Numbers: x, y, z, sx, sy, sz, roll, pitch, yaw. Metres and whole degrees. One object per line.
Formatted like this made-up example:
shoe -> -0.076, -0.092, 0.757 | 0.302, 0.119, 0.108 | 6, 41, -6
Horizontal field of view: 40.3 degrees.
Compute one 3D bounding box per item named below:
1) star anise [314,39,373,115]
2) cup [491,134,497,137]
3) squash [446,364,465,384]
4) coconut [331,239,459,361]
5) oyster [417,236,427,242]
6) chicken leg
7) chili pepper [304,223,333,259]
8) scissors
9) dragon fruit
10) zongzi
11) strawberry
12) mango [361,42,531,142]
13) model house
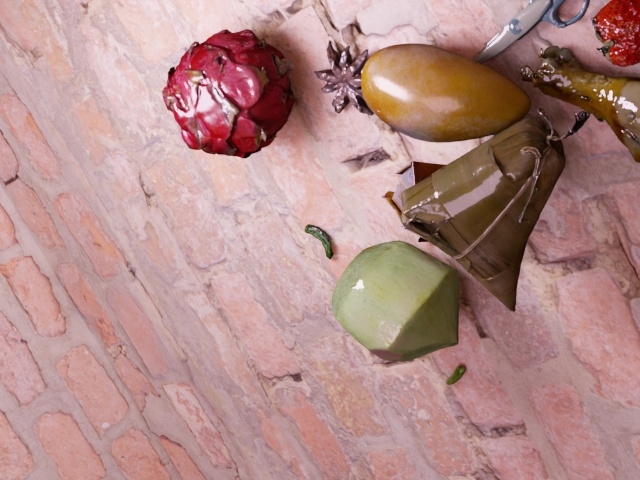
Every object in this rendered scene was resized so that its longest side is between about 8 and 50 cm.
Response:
star anise -> 0.060, -0.379, 2.074 | 0.182, 0.065, 0.195 | 33, 136, 18
cup -> 0.426, -0.172, 1.890 | 0.133, 0.099, 0.136 | 32, 112, 16
squash -> 0.362, 0.364, 2.337 | 0.027, 0.027, 0.089 | 38, 135, 12
coconut -> 0.204, 0.159, 2.140 | 0.328, 0.328, 0.281 | 33, 114, 17
oyster -> 0.295, -0.024, 2.140 | 0.086, 0.029, 0.132 | 37, 131, 13
chicken leg -> 0.592, -0.274, 1.696 | 0.429, 0.152, 0.202 | 30, 119, 29
chili pepper -> 0.007, -0.003, 2.375 | 0.118, 0.035, 0.055 | 50, 148, -13
scissors -> 0.412, -0.444, 1.779 | 0.138, 0.041, 0.289 | 54, 132, 2
dragon fruit -> -0.222, -0.353, 2.133 | 0.329, 0.329, 0.329 | 19, 127, 27
zongzi -> 0.435, -0.071, 1.802 | 0.447, 0.181, 0.418 | -33, 115, 31
strawberry -> 0.587, -0.393, 1.621 | 0.148, 0.131, 0.131 | -9, 111, 39
mango -> 0.256, -0.309, 1.864 | 0.383, 0.199, 0.221 | 17, 170, 24
model house -> 0.281, -0.106, 1.999 | 0.207, 0.219, 0.136 | -119, 39, -49
